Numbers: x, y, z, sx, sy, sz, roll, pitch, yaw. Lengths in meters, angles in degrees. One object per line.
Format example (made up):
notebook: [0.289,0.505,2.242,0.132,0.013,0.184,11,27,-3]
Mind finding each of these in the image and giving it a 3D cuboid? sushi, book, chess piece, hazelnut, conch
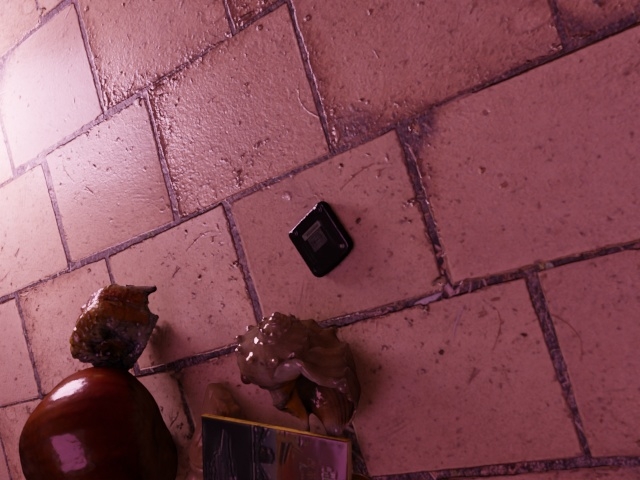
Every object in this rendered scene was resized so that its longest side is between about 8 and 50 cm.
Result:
sushi: [-0.507,0.216,1.896,0.274,0.184,0.139,-47,23,42]
book: [-0.102,0.526,1.646,0.374,0.028,0.262,2,95,29]
chess piece: [-0.251,0.492,1.804,0.137,0.137,0.300,16,103,36]
hazelnut: [-0.534,0.500,1.863,0.359,0.359,0.409,27,138,33]
conch: [-0.021,0.260,1.536,0.263,0.324,0.186,20,65,38]

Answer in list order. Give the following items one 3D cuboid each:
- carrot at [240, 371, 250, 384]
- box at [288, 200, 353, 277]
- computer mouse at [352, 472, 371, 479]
carrot: [-0.166,0.285,1.750,0.032,0.032,0.093,16,104,36]
box: [0.000,0.000,1.570,0.126,0.027,0.125,-45,70,35]
computer mouse: [0.064,0.579,1.603,0.102,0.045,0.199,37,119,26]
